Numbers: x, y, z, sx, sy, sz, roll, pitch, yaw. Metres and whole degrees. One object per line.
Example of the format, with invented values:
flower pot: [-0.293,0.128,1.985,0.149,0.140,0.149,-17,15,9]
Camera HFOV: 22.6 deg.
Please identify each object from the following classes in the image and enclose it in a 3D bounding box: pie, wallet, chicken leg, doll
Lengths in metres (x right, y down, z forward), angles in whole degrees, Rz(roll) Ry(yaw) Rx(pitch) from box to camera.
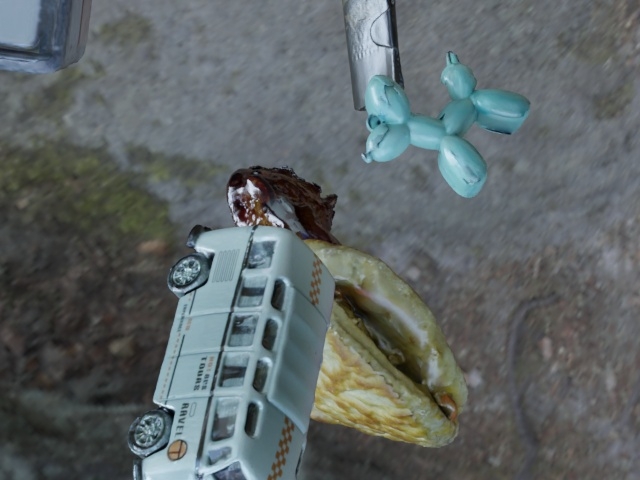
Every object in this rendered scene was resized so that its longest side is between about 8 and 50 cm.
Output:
pie: [0.019,0.078,1.178,0.205,0.084,0.179,46,155,-17]
wallet: [0.056,-0.224,1.758,0.082,0.018,0.157,-13,81,52]
chicken leg: [-0.007,0.001,1.285,0.205,0.093,0.053,56,149,35]
doll: [0.118,-0.120,1.650,0.158,0.159,0.059,38,161,9]

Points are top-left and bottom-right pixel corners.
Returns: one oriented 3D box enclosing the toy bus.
toy bus: [-0.048,0.083,0.962,0.089,0.194,0.087,-10,140,29]

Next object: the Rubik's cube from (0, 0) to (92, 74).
Rubik's cube: [-0.336,-0.310,1.307,0.316,0.318,0.313,7,97,-8]
